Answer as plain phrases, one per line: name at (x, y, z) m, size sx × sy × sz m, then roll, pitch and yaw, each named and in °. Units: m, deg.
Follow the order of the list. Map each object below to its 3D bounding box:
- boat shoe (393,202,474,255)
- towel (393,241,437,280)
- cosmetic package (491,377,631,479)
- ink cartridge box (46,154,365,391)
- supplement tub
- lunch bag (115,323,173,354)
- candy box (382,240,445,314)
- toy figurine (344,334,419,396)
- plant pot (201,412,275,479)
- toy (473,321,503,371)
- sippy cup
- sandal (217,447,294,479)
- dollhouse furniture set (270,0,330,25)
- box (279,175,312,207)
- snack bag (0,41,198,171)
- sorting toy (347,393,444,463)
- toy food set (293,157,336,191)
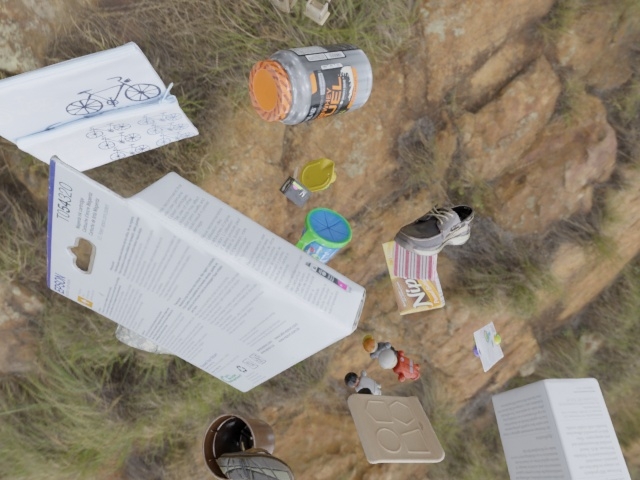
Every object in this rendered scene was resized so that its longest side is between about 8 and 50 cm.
boat shoe at (0.355, -0.051, 1.401) m, size 0.355 × 0.132 × 0.130 m, roll -15°, pitch 128°, yaw -45°
towel at (0.361, 0.076, 1.744) m, size 0.029 × 0.197 × 0.144 m, roll 5°, pitch 89°, yaw -43°
cosmetic package at (0.582, 0.576, 1.068) m, size 0.161 × 0.453 × 0.230 m, roll 3°, pitch 152°, yaw -13°
ink cartridge box at (-0.165, 0.060, 0.568) m, size 0.330 × 0.071 × 0.324 m, roll 34°, pitch 141°, yaw -11°
supplement tub at (-0.026, -0.431, 1.254) m, size 0.316 × 0.193 × 0.193 m, roll -24°, pitch 142°, yaw -34°
lunch bag at (-0.633, 0.277, 1.761) m, size 0.256 × 0.212 × 0.305 m, roll 13°, pitch 123°, yaw -29°
candy box at (0.394, 0.142, 1.929) m, size 0.183 × 0.316 × 0.087 m, roll -16°, pitch 175°, yaw 24°
toy figurine at (0.182, 0.424, 1.436) m, size 0.148 × 0.209 × 0.213 m, roll 29°, pitch 90°, yaw -20°
plant pot at (-0.220, 0.577, 1.295) m, size 0.167 × 0.167 × 0.165 m, roll -39°, pitch 153°, yaw 6°
toy at (0.594, 0.384, 1.655) m, size 0.056 × 0.137 × 0.237 m, roll -22°, pitch 169°, yaw 37°
sippy cup at (0.000, 0.000, 2.193) m, size 0.305 × 0.240 × 0.224 m, roll 10°, pitch 135°, yaw -24°
sandal at (-0.152, 0.537, 1.090) m, size 0.219 × 0.090 × 0.060 m, roll -15°, pitch -172°, yaw 34°
dollhouse furniture set at (-0.014, -0.644, 1.126) m, size 0.182 × 0.161 × 0.101 m, roll -57°, pitch 180°, yaw -3°
box at (-0.067, -0.132, 1.222) m, size 0.062 × 0.083 × 0.052 m, roll 36°, pitch 94°, yaw -20°
snack bag at (-0.426, -0.229, 0.857) m, size 0.323 × 0.037 × 0.342 m, roll -17°, pitch 170°, yaw -4°
sorting toy at (0.186, 0.479, 1.158) m, size 0.208 × 0.193 × 0.038 m, roll 8°, pitch 120°, yaw -21°
toy food set at (-0.013, -0.255, 1.842) m, size 0.218 × 0.128 × 0.071 m, roll -6°, pitch 171°, yaw 40°
